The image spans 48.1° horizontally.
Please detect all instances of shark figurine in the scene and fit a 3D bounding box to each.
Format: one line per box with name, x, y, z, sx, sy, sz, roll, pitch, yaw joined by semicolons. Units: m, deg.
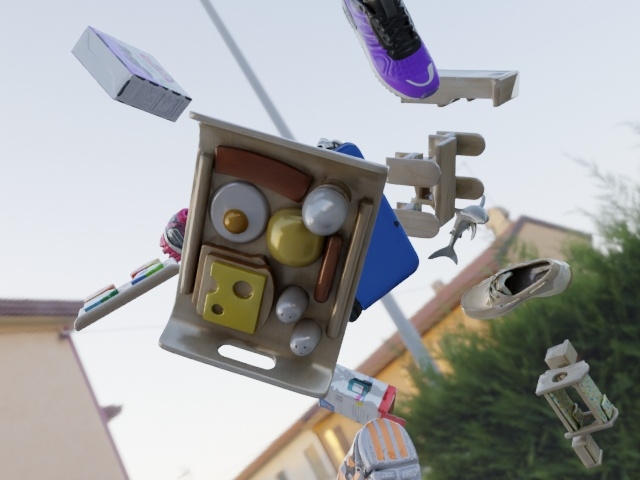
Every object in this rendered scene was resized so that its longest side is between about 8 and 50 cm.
shark figurine;0.428;-0.056;2.249;0.116;0.166;0.278;19;-37;-10

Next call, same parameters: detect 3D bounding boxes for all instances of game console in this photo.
game console;0.000;0.000;1.369;0.250;0.293;0.173;-16;22;40

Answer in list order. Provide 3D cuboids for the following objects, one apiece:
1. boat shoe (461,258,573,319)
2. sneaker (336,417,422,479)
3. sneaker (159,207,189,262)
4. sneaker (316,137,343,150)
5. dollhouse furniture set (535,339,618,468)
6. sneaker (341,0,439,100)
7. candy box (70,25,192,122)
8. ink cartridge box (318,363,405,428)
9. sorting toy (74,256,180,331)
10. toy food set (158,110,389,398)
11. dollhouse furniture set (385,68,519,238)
boat shoe;0.459;0.113;1.759;0.098;0.109;0.302;23;-34;-38
sneaker;0.112;0.462;1.141;0.125;0.321;0.180;4;-40;-18
sneaker;-0.216;0.018;1.672;0.299;0.120;0.112;17;-54;-25
sneaker;0.026;-0.244;1.878;0.037;0.083;0.032;-58;-43;-22
dollhouse furniture set;0.511;0.298;1.357;0.101;0.182;0.161;-30;9;34
sneaker;0.126;-0.399;1.342;0.102;0.293;0.146;-31;-11;-7
candy box;-0.383;-0.337;1.473;0.070;0.165;0.196;-49;-22;14
ink cartridge box;0.114;0.406;1.819;0.134;0.231;0.078;90;-155;-55
sorting toy;-0.334;0.082;1.237;0.193;0.038;0.208;-31;8;-12
toy food set;-0.064;0.024;0.815;0.092;0.220;0.306;-63;-12;-65
dollhouse furniture set;0.355;-0.231;1.845;0.362;0.257;0.394;-31;-56;-54
